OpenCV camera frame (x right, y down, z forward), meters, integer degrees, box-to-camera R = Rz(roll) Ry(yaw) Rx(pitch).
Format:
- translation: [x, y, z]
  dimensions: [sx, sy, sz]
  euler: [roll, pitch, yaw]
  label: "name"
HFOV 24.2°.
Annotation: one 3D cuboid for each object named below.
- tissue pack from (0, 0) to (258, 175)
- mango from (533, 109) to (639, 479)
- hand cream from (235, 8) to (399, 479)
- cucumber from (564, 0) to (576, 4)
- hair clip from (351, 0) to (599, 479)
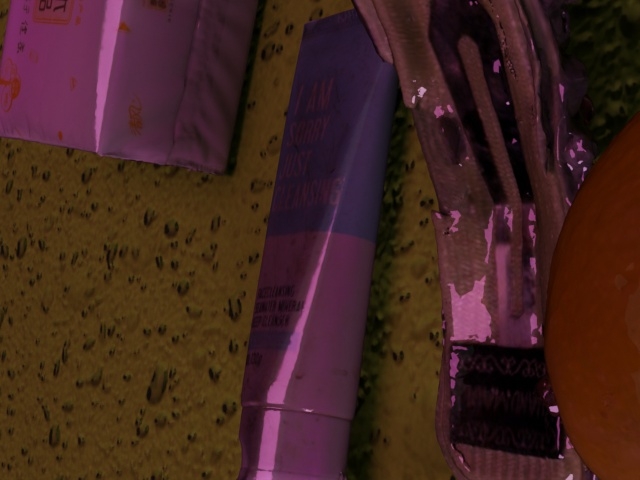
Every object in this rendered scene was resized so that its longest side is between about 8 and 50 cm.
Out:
- translation: [-0.141, -0.172, 1.082]
  dimensions: [0.185, 0.124, 0.225]
  euler: [13, 93, 50]
  label: "tissue pack"
- translation: [0.227, -0.009, 0.486]
  dimensions: [0.332, 0.142, 0.195]
  euler: [-27, 66, 4]
  label: "mango"
- translation: [0.000, 0.000, 0.917]
  dimensions: [0.111, 0.070, 0.312]
  euler: [-10, 71, 53]
  label: "hand cream"
- translation: [0.108, -0.171, 0.816]
  dimensions: [0.112, 0.064, 0.064]
  euler: [50, 121, 44]
  label: "cucumber"
- translation: [0.102, -0.029, 0.760]
  dimensions: [0.138, 0.091, 0.321]
  euler: [-2, 100, 51]
  label: "hair clip"
